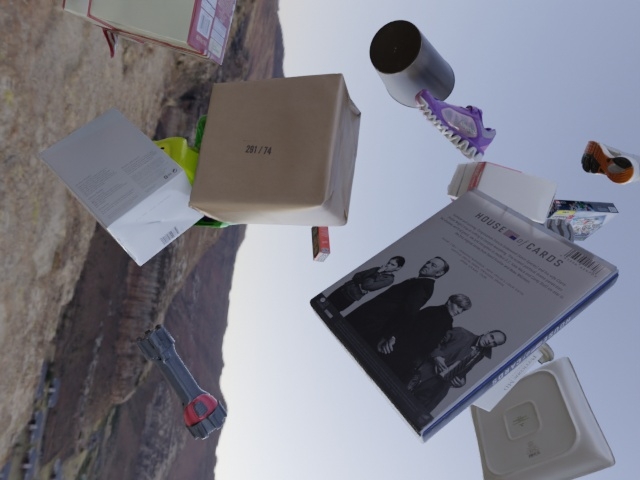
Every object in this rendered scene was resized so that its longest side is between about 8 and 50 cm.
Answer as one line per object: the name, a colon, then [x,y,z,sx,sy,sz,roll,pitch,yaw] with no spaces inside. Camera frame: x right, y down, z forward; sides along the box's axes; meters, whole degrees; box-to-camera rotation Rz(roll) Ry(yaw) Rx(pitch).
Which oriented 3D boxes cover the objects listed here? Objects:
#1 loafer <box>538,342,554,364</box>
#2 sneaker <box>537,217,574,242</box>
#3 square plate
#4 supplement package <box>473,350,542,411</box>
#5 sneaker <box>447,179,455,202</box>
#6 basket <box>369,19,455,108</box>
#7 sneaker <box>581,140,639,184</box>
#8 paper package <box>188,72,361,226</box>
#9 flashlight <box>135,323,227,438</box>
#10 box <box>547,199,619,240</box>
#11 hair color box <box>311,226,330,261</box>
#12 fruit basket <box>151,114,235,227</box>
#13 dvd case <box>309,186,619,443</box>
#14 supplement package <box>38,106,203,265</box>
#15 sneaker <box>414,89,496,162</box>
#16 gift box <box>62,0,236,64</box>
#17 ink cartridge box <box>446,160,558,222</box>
loafer: [0.494,0.241,1.147,0.092,0.269,0.102,-44,-156,15]
sneaker: [0.395,0.009,0.993,0.115,0.282,0.105,60,31,-79]
square plate: [0.573,0.512,1.249,0.347,0.049,0.344,-39,-162,27]
supplement package: [0.162,0.117,0.556,0.105,0.179,0.105,-54,-150,11]
sneaker: [0.478,-0.086,1.245,0.102,0.282,0.161,-47,178,-14]
basket: [0.220,-0.447,1.141,0.227,0.205,0.154,3,112,-63]
sneaker: [0.914,-0.234,1.378,0.262,0.121,0.099,-95,-170,-60]
paper package: [-0.095,-0.195,1.011,0.168,0.325,0.309,34,61,-66]
flashlight: [-0.360,0.359,1.153,0.303,0.103,0.103,59,17,-7]
box: [0.791,-0.062,1.431,0.159,0.233,0.044,114,-27,-54]
hair color box: [0.000,0.000,1.637,0.072,0.043,0.141,126,-35,-51]
fruit basket: [-0.369,-0.226,1.391,0.283,0.392,0.391,5,-94,47]
dvd case: [0.132,0.053,0.449,0.179,0.239,0.029,45,-18,43]
supplement package: [-0.450,-0.124,1.045,0.199,0.263,0.198,-43,161,-19]
sneaker: [0.337,-0.298,1.103,0.104,0.236,0.095,-48,-165,18]
gift box: [-0.316,-0.469,0.832,0.255,0.259,0.276,-73,-179,-82]
ink cartridge box: [0.389,-0.110,0.991,0.218,0.159,0.092,-73,180,-82]
